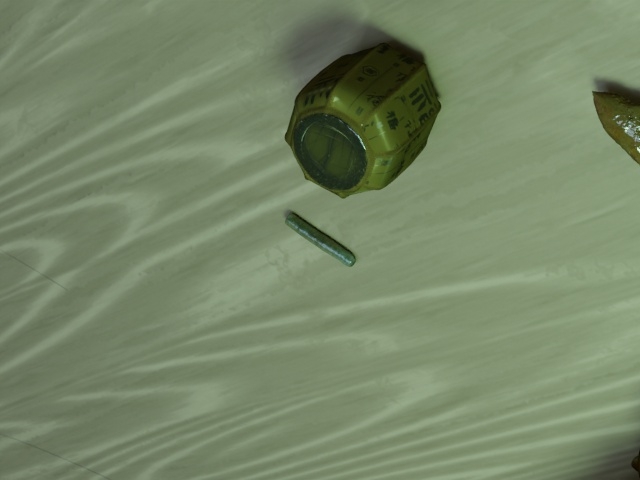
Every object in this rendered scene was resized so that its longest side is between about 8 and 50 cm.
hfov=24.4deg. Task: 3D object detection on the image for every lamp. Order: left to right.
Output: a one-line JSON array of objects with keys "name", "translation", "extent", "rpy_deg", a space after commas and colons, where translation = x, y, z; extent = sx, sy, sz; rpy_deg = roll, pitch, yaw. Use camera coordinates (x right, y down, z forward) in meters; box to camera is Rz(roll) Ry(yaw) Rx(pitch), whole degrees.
[{"name": "lamp", "translation": [0.053, -0.148, 1.813], "extent": [0.161, 0.185, 0.161], "rpy_deg": [19, 129, 25]}]

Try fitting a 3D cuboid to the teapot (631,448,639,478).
[{"name": "teapot", "translation": [0.489, 0.242, 1.803], "extent": [0.252, 0.135, 0.178], "rpy_deg": [-34, 132, 28]}]

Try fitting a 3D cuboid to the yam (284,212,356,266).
[{"name": "yam", "translation": [0.000, 0.000, 2.052], "extent": [0.116, 0.021, 0.021], "rpy_deg": [35, 132, 12]}]

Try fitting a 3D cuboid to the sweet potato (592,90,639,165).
[{"name": "sweet potato", "translation": [0.391, -0.104, 1.694], "extent": [0.206, 0.060, 0.068], "rpy_deg": [36, 171, -2]}]
